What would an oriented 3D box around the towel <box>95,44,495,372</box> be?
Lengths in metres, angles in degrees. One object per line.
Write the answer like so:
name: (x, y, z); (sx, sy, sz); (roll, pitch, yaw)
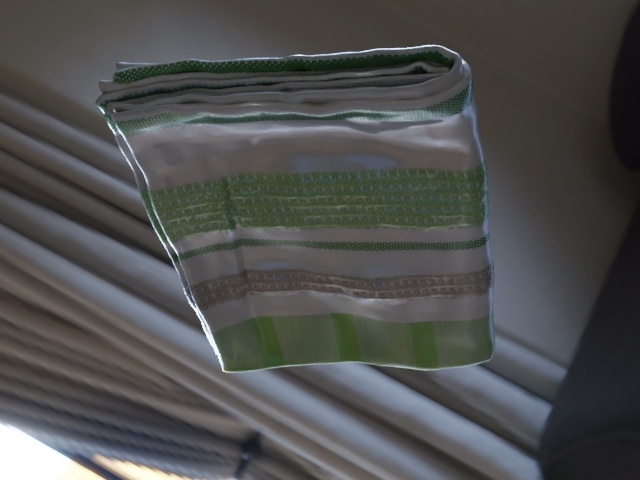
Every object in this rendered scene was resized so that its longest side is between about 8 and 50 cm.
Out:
towel: (0.000, 0.000, 0.404); (0.152, 0.113, 0.023); (75, -161, -49)
